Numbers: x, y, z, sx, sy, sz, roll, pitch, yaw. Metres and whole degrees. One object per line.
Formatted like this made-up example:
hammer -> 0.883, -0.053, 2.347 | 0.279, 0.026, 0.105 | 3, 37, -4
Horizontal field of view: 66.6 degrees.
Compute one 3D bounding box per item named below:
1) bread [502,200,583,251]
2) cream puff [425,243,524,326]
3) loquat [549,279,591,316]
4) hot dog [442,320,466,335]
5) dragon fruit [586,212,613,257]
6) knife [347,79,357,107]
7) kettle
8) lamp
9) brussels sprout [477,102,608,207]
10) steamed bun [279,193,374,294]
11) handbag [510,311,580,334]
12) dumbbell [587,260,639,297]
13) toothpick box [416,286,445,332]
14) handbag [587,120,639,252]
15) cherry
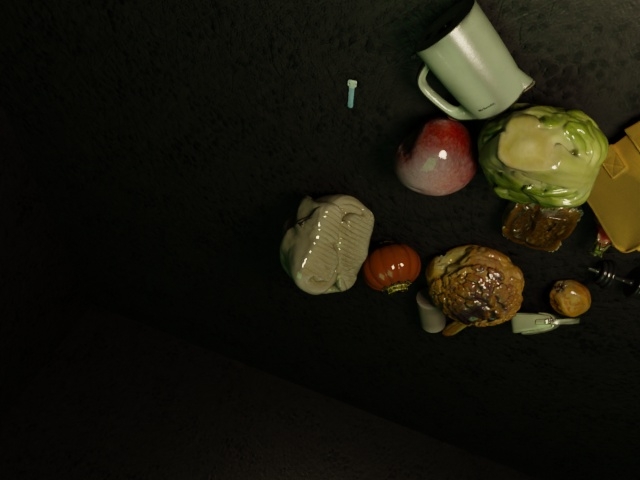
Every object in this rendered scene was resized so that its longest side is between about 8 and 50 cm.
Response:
bread -> 0.658, -0.069, 1.466 | 0.192, 0.110, 0.210 | 18, 142, 5
cream puff -> 0.535, 0.174, 1.721 | 0.342, 0.231, 0.327 | 12, 144, 15
loquat -> 0.856, 0.197, 1.677 | 0.137, 0.113, 0.137 | 25, 143, 20
hot dog -> 0.584, 0.344, 2.041 | 0.066, 0.047, 0.216 | 15, 143, -12
dragon fruit -> 0.831, -0.046, 1.382 | 0.135, 0.137, 0.236 | 19, 147, 8
knife -> 0.091, -0.428, 1.421 | 0.027, 0.010, 0.096 | 15, 144, 10
kettle -> 0.348, -0.413, 1.187 | 0.255, 0.165, 0.240 | 40, 142, -25
lamp -> 0.260, 0.100, 1.803 | 0.223, 0.197, 0.223 | -13, 160, -5
brussels sprout -> 0.555, -0.204, 1.232 | 0.327, 0.247, 0.328 | 2, 172, 0
steamed bun -> 0.000, 0.000, 1.736 | 0.255, 0.368, 0.342 | 21, 178, 44
handbag -> 0.812, 0.297, 1.760 | 0.219, 0.079, 0.256 | -7, 170, 30
dumbbell -> 0.953, 0.123, 1.546 | 0.208, 0.099, 0.099 | 19, 142, 8
toothpick box -> 0.453, 0.283, 1.986 | 0.111, 0.111, 0.181 | 5, 140, 23
handbag -> 0.822, -0.177, 1.136 | 0.133, 0.283, 0.401 | -1, 147, -29
cherry -> 0.335, -0.222, 1.376 | 0.239, 0.206, 0.239 | 10, 128, 14
